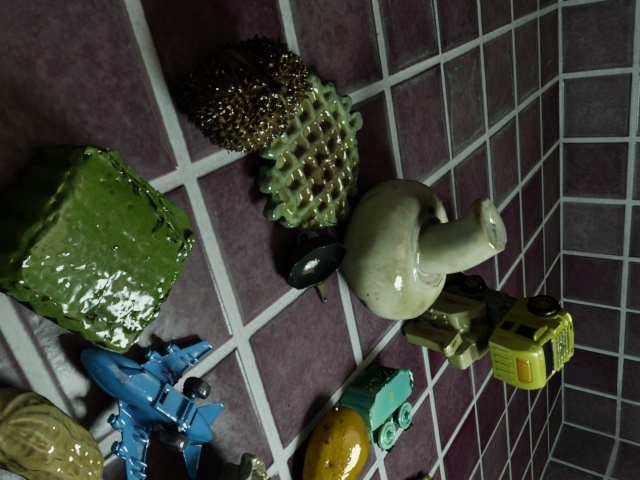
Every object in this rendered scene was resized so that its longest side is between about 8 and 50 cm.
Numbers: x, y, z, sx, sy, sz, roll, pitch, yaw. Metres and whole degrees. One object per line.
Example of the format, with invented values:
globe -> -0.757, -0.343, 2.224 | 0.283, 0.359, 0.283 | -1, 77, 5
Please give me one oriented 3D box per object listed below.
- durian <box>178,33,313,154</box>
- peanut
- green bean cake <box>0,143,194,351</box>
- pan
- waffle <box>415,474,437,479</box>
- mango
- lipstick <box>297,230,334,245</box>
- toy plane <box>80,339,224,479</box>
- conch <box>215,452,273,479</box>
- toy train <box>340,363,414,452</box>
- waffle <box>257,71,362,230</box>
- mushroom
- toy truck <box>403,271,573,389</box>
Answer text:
durian -> -0.103, -0.217, 0.746 | 0.167, 0.196, 0.196 | 39, 65, -35
peanut -> -0.331, 0.243, 0.608 | 0.194, 0.093, 0.083 | 57, 26, -37
green bean cake -> -0.276, 0.010, 0.621 | 0.214, 0.113, 0.201 | 46, 59, -46
pan -> -0.024, 0.062, 1.007 | 0.128, 0.048, 0.202 | -13, 143, -30
waffle -> 0.278, 0.853, 1.517 | 0.300, 0.058, 0.282 | 14, 83, -51
mango -> 0.033, 0.474, 1.092 | 0.147, 0.109, 0.228 | 23, 78, -39
lipstick -> 0.000, 0.000, 1.039 | 0.116, 0.037, 0.037 | 5, 92, -56
toy plane -> -0.233, 0.232, 0.727 | 0.271, 0.104, 0.254 | 63, 36, -42
conch -> -0.154, 0.479, 0.804 | 0.324, 0.186, 0.263 | 68, 39, -53
toy train -> 0.141, 0.398, 1.228 | 0.203, 0.112, 0.163 | -26, 109, -48
waffle -> -0.012, -0.163, 0.978 | 0.309, 0.056, 0.292 | 1, 95, -53
mushroom -> 0.185, -0.004, 1.110 | 0.315, 0.315, 0.356 | -39, 159, -42
toy truck -> 0.424, 0.231, 1.332 | 0.254, 0.405, 0.181 | -40, 126, -29
